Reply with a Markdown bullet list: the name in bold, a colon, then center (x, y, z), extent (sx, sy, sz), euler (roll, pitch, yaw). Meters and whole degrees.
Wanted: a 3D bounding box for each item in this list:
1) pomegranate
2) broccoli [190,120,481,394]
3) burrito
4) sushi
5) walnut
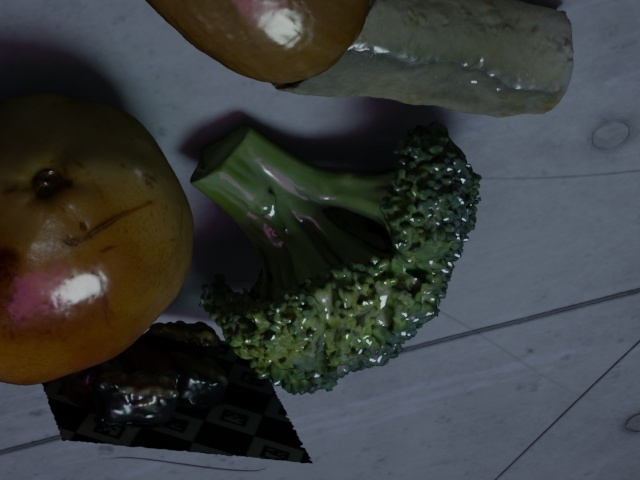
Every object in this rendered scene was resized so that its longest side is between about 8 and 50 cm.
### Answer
- **pomegranate**: center (-0.283, -0.001, 1.703), extent (0.319, 0.319, 0.319), euler (-7, 138, -6)
- **broccoli**: center (0.011, 0.020, 1.807), extent (0.302, 0.249, 0.375), euler (24, 132, -37)
- **burrito**: center (0.108, -0.194, 1.707), extent (0.299, 0.105, 0.143), euler (6, 139, -21)
- **sushi**: center (-0.166, 0.141, 1.841), extent (0.292, 0.294, 0.059), euler (8, 110, -23)
- **walnut**: center (-0.074, -0.270, 1.515), extent (0.203, 0.203, 0.298), euler (-32, 131, 20)
